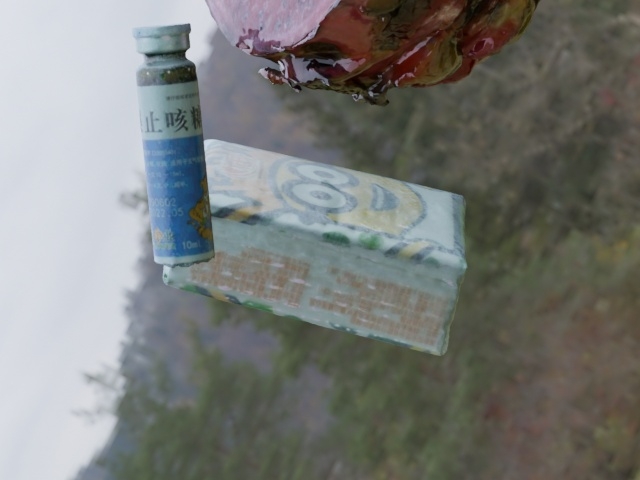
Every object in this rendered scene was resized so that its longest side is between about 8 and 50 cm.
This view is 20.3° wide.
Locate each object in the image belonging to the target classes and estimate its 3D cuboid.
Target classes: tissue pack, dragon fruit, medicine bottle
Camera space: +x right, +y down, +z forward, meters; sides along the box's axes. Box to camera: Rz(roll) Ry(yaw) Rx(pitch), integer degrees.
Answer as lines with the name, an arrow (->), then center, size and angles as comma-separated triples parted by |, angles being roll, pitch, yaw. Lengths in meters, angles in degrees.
tissue pack -> 0.000, 0.000, 1.934 | 0.228, 0.311, 0.128 | -80, 4, -71
dragon fruit -> 0.069, -0.264, 1.458 | 0.296, 0.263, 0.314 | -63, 38, 25
medicine bottle -> -0.117, -0.076, 1.422 | 0.051, 0.051, 0.191 | -57, -38, -78
